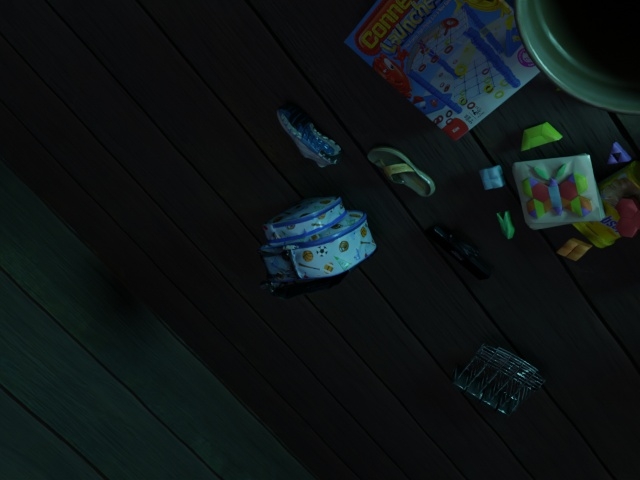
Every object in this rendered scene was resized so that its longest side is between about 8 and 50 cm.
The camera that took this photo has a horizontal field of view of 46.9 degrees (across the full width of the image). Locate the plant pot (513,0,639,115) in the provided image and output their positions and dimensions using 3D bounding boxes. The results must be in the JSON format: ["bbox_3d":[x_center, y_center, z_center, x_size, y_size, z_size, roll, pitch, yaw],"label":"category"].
[{"bbox_3d":[0.467,-0.386,1.031,0.323,0.280,0.323,21,142,18],"label":"plant pot"}]

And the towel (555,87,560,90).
[{"bbox_3d":[0.463,-0.292,1.259,0.102,0.021,0.237,26,174,14],"label":"towel"}]

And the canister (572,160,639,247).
[{"bbox_3d":[0.590,-0.070,1.461,0.126,0.073,0.170,41,142,-6],"label":"canister"}]

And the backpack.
[{"bbox_3d":[0.000,0.000,1.874,0.263,0.276,0.213,1,119,33],"label":"backpack"}]

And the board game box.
[{"bbox_3d":[0.246,-0.380,1.375,0.302,0.086,0.308,40,144,-7],"label":"board game box"}]

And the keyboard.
[{"bbox_3d":[0.348,0.023,1.801,0.192,0.038,0.100,40,167,-8],"label":"keyboard"}]

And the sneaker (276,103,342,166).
[{"bbox_3d":[-0.041,-0.243,1.773,0.190,0.071,0.083,45,148,-13],"label":"sneaker"}]

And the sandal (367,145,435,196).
[{"bbox_3d":[0.184,-0.155,1.705,0.180,0.049,0.072,37,144,-2],"label":"sandal"}]

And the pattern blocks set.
[{"bbox_3d":[0.475,-0.095,1.475,0.325,0.026,0.285,-25,92,50],"label":"pattern blocks set"}]

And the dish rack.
[{"bbox_3d":[0.491,0.377,2.043,0.208,0.074,0.271,29,142,6],"label":"dish rack"}]
